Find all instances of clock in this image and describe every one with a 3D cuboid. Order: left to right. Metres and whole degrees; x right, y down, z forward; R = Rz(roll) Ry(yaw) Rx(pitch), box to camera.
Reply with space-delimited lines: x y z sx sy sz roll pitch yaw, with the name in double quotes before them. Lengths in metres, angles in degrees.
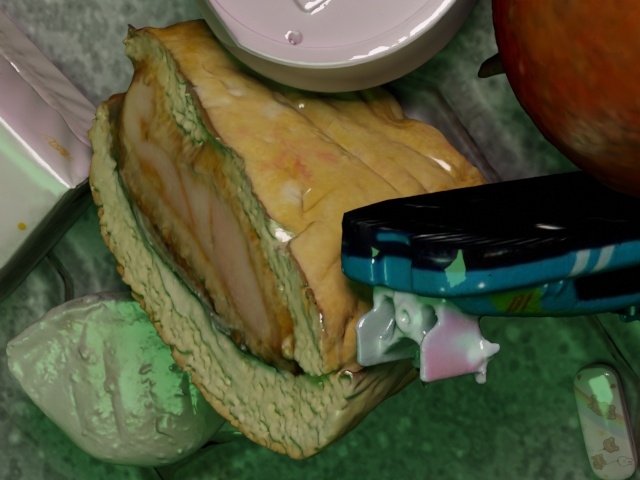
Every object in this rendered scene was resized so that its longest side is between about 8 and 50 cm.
"clock" 0.007 -0.195 1.101 0.197 0.068 0.196 -1 80 8

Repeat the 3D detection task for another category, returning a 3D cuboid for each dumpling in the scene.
"dumpling" -0.125 0.091 1.280 0.176 0.092 0.150 35 117 9

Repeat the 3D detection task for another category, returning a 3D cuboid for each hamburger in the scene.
"hamburger" 0.003 -0.002 1.147 0.330 0.209 0.162 53 135 40

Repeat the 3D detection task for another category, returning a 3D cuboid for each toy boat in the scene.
"toy boat" 0.151 0.018 1.041 0.134 0.299 0.092 13 107 52

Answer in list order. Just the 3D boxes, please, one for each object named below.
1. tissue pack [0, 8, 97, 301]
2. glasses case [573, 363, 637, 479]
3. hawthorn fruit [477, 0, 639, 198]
"tissue pack" -0.281 -0.073 1.274 0.225 0.124 0.185 46 115 2
"glasses case" 0.194 0.124 1.202 0.032 0.021 0.083 -8 103 22
"hawthorn fruit" 0.222 -0.149 0.984 0.369 0.285 0.284 -22 98 49
